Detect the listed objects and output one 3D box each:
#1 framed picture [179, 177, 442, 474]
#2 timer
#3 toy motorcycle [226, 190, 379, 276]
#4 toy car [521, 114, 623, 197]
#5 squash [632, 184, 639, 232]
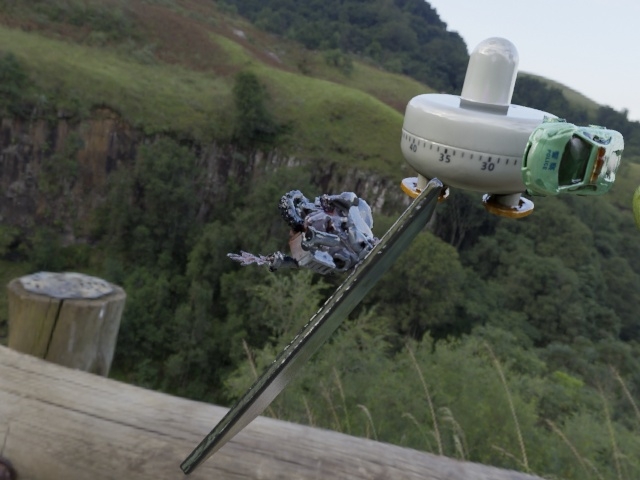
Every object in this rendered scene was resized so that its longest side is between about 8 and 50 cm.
[{"bbox_3d":[0.009,0.088,0.620,0.016,0.347,0.265,41,0,10],"label":"framed picture"},{"bbox_3d":[0.237,-0.172,0.831,0.233,0.240,0.233,7,21,-3],"label":"timer"},{"bbox_3d":[0.000,0.000,1.102,0.134,0.207,0.401,-32,-21,33],"label":"toy motorcycle"},{"bbox_3d":[0.294,-0.088,0.649,0.186,0.094,0.058,-4,20,-41],"label":"toy car"},{"bbox_3d":[0.618,-0.025,0.973,0.132,0.133,0.247,10,44,-15],"label":"squash"}]
